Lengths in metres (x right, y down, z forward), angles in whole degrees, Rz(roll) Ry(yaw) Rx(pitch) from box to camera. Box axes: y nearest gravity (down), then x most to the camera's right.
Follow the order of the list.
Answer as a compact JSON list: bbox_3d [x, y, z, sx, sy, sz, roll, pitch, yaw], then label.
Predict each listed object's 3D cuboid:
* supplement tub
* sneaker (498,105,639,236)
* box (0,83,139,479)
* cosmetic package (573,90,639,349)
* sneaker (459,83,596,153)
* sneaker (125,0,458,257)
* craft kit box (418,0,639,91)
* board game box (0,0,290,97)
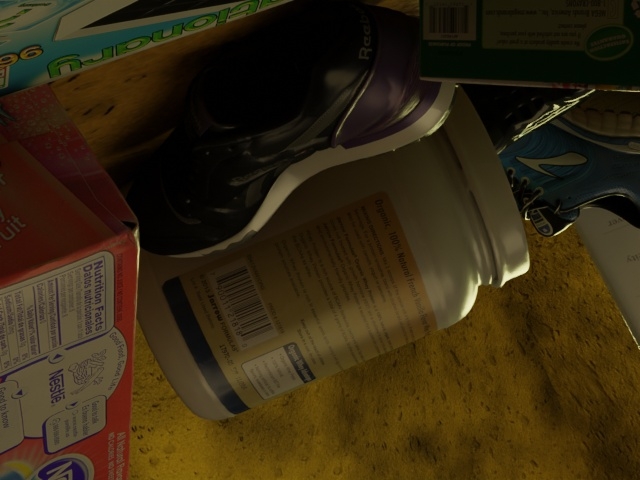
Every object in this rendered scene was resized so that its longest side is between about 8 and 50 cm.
[{"bbox_3d":[0.000,0.000,0.875,0.316,0.228,0.228,-22,176,0],"label":"supplement tub"},{"bbox_3d":[0.244,-0.084,1.123,0.329,0.147,0.130,11,175,1],"label":"sneaker"},{"bbox_3d":[-0.184,0.065,0.471,0.154,0.142,0.300,-21,148,-26],"label":"box"},{"bbox_3d":[0.545,-0.048,1.367,0.329,0.394,0.327,-23,-152,21],"label":"cosmetic package"},{"bbox_3d":[0.195,-0.137,1.015,0.267,0.101,0.106,-24,170,26],"label":"sneaker"},{"bbox_3d":[-0.059,-0.076,0.649,0.283,0.107,0.124,-29,158,34],"label":"sneaker"},{"bbox_3d":[0.222,-0.118,0.553,0.249,0.061,0.246,10,-160,37],"label":"craft kit box"},{"bbox_3d":[-0.031,-0.121,0.298,0.305,0.053,0.193,-22,176,-13],"label":"board game box"}]
